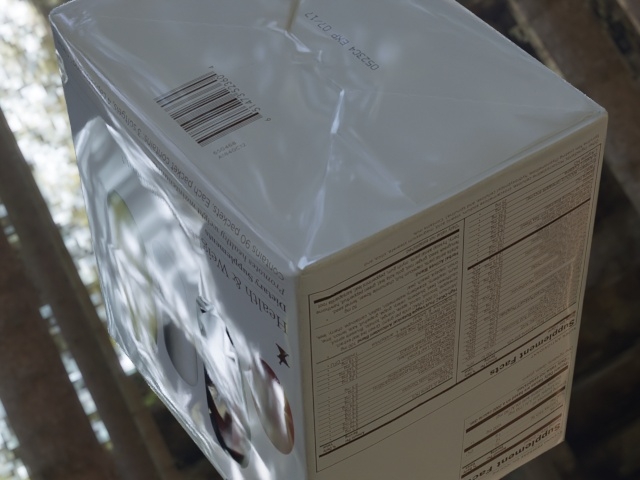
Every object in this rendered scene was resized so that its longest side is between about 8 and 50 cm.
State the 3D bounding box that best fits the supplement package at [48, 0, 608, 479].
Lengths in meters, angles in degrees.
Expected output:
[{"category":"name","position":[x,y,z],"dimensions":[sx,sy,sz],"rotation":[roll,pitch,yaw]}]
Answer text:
[{"category":"supplement package","position":[0.000,0.000,0.648],"dimensions":[0.149,0.194,0.203],"rotation":[-27,-41,-23]}]
